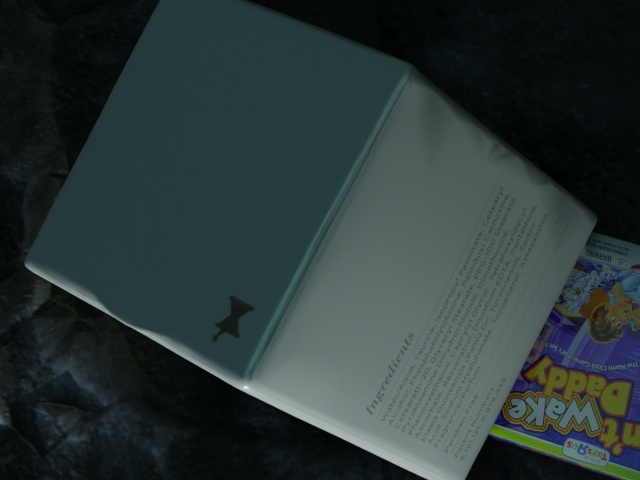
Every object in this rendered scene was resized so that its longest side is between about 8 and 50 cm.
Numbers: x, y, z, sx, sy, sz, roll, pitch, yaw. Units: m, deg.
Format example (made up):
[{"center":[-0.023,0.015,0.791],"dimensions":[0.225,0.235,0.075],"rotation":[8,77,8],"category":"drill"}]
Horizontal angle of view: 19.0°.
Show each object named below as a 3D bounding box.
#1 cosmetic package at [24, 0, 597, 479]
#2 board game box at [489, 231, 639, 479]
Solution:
[{"center":[0.000,0.000,1.890],"dimensions":[0.329,0.393,0.327],"rotation":[26,86,39],"category":"cosmetic package"},{"center":[0.368,0.142,1.943],"dimensions":[0.347,0.078,0.233],"rotation":[16,83,21],"category":"board game box"}]
